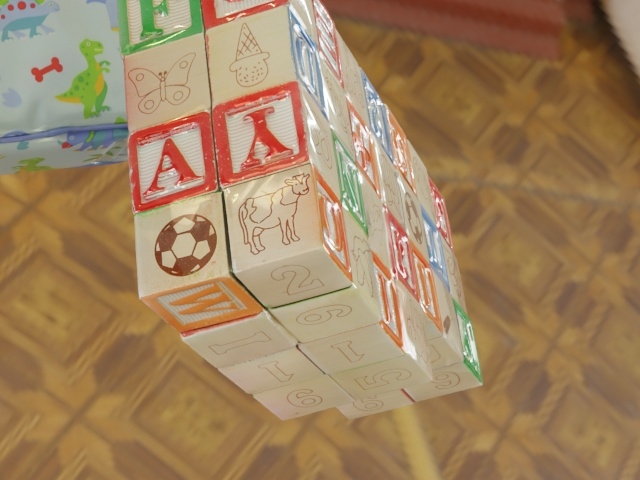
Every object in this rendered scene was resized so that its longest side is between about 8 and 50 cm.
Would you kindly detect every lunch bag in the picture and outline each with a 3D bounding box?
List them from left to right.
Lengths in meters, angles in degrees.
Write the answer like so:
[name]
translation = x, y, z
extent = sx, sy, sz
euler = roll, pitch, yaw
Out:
[lunch bag]
translation = -0.205, -0.134, 1.094
extent = 0.219, 0.090, 0.176
euler = -7, 78, -26

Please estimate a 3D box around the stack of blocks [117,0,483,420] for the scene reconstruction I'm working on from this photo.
[stack of blocks]
translation = 0.000, 0.000, 0.881
extent = 0.297, 0.087, 0.171
euler = 50, 28, -59
